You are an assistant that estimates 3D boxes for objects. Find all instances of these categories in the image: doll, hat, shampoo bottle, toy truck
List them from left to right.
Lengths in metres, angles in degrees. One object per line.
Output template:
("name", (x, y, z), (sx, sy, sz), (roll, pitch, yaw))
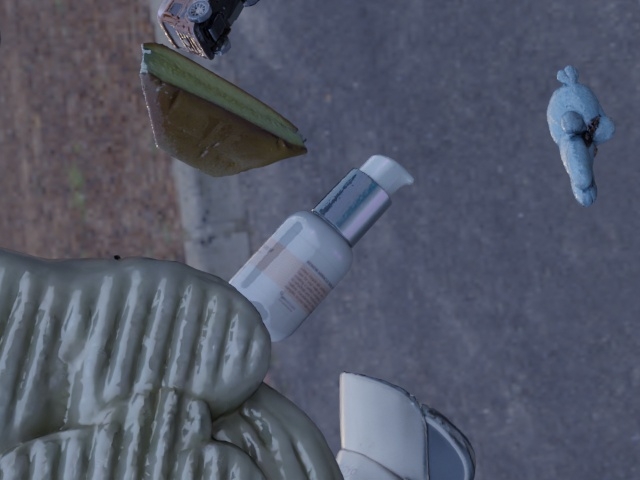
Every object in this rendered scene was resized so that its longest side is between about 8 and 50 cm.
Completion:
("toy truck", (-0.142, -0.339, 1.716), (0.092, 0.192, 0.083), (15, 156, 28))
("shampoo bottle", (0.000, 0.000, 1.121), (0.074, 0.192, 0.074), (41, 174, 5))
("hat", (0.068, 0.291, 1.528), (0.232, 0.161, 0.275), (2, 101, 56))
("doll", (0.322, -0.122, 1.537), (0.180, 0.075, 0.120), (-98, -6, -47))

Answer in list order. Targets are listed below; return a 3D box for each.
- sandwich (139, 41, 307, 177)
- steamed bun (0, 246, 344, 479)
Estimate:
("sandwich", (-0.139, -0.153, 1.583), (0.096, 0.258, 0.094), (-40, 41, 29))
("steamed bun", (-0.169, 0.187, 0.849), (0.255, 0.368, 0.342), (105, 168, -62))
